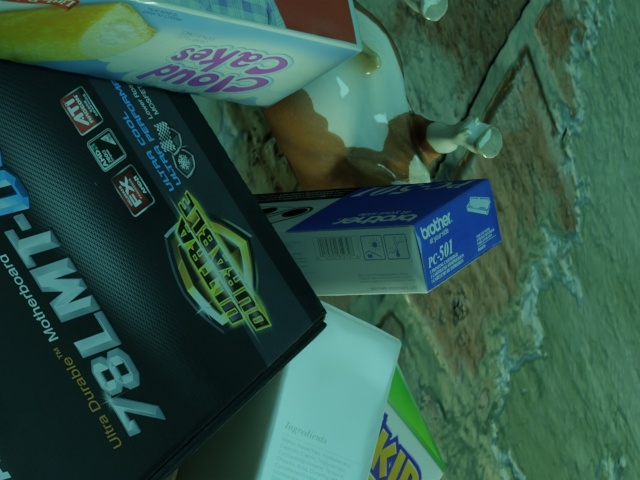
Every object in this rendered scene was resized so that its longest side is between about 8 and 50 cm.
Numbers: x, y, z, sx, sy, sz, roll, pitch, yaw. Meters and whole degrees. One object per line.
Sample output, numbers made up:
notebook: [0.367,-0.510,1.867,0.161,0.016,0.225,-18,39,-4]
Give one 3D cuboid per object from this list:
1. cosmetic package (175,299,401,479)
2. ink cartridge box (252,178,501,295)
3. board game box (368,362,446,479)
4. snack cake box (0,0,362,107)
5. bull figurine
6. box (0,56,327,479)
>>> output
cosmetic package: [-0.034,0.160,1.243,0.085,0.117,0.231,26,70,-26]
ink cartridge box: [0.000,0.000,1.245,0.097,0.207,0.046,-31,113,-52]
board game box: [0.016,0.190,1.412,0.259,0.039,0.124,-56,131,-44]
snack cake box: [-0.107,-0.174,1.089,0.264,0.089,0.152,7,64,-45]
bull figurine: [0.026,-0.090,1.333,0.101,0.188,0.310,-43,118,-24]
box: [-0.162,0.001,1.067,0.295,0.073,0.293,59,40,-8]
